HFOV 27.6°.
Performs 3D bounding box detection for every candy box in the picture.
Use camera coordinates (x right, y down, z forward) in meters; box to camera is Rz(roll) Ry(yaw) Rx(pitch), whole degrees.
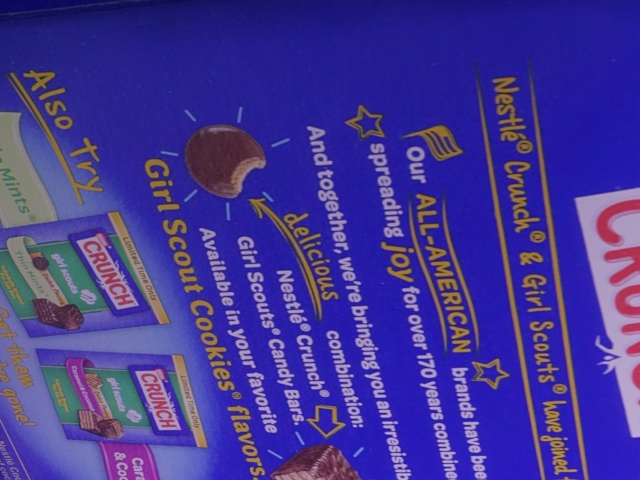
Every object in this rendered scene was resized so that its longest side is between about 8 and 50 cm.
[{"bbox_3d":[0.000,0.000,0.503,0.122,0.317,0.268,-70,153,-50],"label":"candy box"}]
